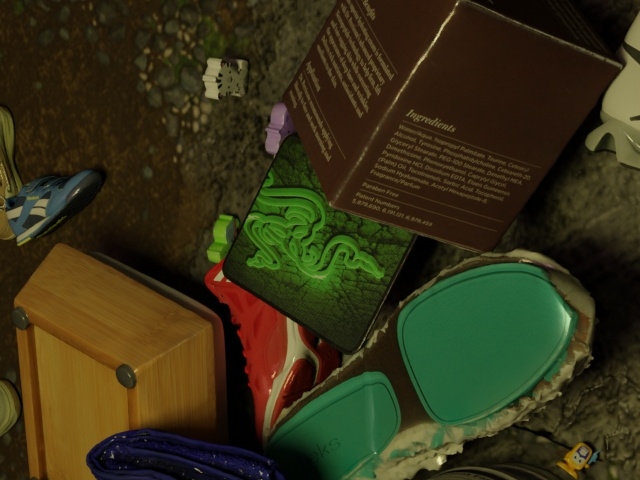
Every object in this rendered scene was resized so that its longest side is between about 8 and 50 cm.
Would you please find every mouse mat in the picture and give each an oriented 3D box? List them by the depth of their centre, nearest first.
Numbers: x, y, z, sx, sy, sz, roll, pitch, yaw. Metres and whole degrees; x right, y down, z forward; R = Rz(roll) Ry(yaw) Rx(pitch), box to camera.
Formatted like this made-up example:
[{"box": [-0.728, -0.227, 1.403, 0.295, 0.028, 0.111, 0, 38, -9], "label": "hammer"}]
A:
[{"box": [0.000, 0.000, 1.355, 0.190, 0.007, 0.152, 30, 96, 40], "label": "mouse mat"}]

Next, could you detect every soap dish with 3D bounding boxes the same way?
[{"box": [-0.202, 0.173, 1.514, 0.229, 0.118, 0.290, 25, 126, 36], "label": "soap dish"}]

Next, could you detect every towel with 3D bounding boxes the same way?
[{"box": [-0.056, 0.286, 1.398, 0.228, 0.076, 0.308, 11, 146, 38], "label": "towel"}]

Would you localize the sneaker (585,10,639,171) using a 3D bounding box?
[{"box": [0.356, -0.093, 1.110, 0.330, 0.122, 0.146, 22, 111, 32], "label": "sneaker"}]

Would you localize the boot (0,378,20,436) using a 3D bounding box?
[{"box": [-0.462, 0.242, 1.730, 0.213, 0.165, 0.077, -45, 69, 30], "label": "boot"}]

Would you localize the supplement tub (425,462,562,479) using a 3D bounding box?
[{"box": [0.104, 0.296, 1.253, 0.191, 0.272, 0.191, 5, 99, 36], "label": "supplement tub"}]

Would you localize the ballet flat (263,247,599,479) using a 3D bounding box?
[{"box": [0.105, 0.121, 1.313, 0.409, 0.147, 0.147, -36, 75, 41], "label": "ballet flat"}]

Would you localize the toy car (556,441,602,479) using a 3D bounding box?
[{"box": [0.258, 0.205, 1.266, 0.122, 0.060, 0.040, 36, 84, 20], "label": "toy car"}]

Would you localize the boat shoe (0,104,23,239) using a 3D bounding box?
[{"box": [-0.370, -0.076, 1.694, 0.056, 0.048, 0.153, 1, 97, 37], "label": "boat shoe"}]

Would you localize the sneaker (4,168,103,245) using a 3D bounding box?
[{"box": [-0.295, -0.047, 1.637, 0.144, 0.053, 0.059, -31, 84, 34], "label": "sneaker"}]

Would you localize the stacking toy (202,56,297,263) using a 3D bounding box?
[{"box": [-0.039, -0.067, 1.449, 0.167, 0.052, 0.221, 12, 104, 35], "label": "stacking toy"}]

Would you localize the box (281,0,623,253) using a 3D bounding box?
[{"box": [0.100, -0.128, 1.232, 0.203, 0.167, 0.168, -57, 32, 27], "label": "box"}]

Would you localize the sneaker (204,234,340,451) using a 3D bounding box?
[{"box": [-0.051, 0.092, 1.458, 0.128, 0.087, 0.221, 28, 116, 34], "label": "sneaker"}]
